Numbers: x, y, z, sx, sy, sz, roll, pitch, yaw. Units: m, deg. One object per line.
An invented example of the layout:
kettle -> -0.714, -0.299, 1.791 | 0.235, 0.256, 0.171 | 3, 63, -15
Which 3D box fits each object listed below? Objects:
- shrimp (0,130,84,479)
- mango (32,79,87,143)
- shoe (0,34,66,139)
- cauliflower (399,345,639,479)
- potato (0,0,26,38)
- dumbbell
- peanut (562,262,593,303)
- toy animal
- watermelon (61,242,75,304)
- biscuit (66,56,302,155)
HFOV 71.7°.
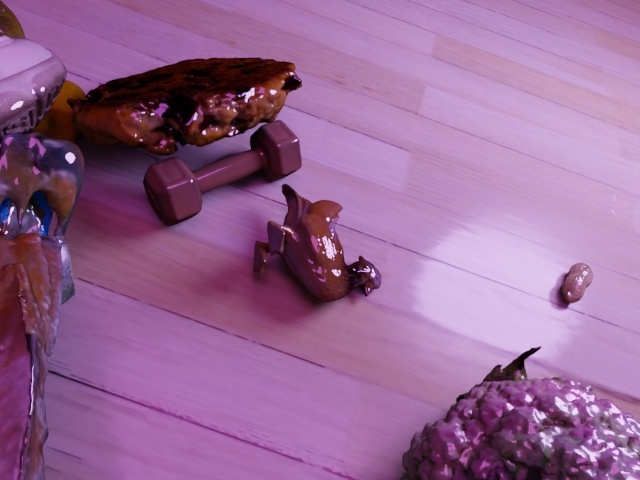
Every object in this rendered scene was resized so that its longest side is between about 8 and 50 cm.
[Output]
shrimp -> -0.281, 0.099, 0.374 | 0.110, 0.221, 0.446 | 19, 58, -47
mango -> -0.395, -0.178, 0.640 | 0.101, 0.066, 0.187 | 13, 48, -7
shoe -> -0.437, -0.143, 0.426 | 0.198, 0.171, 0.351 | 56, 51, -20
cauliflower -> 0.223, 0.269, 0.435 | 0.256, 0.239, 0.315 | 6, 69, -42
potato -> -0.514, -0.310, 0.680 | 0.225, 0.090, 0.117 | 47, 52, 10
dumbbell -> -0.135, -0.101, 0.640 | 0.231, 0.082, 0.092 | -29, 67, -29
peanut -> 0.403, 0.065, 0.698 | 0.037, 0.037, 0.083 | 41, 61, 14
toy animal -> 0.000, 0.000, 0.614 | 0.179, 0.089, 0.188 | 8, 53, -30
watermelon -> -0.331, 0.044, 0.516 | 0.084, 0.072, 0.092 | 8, 93, -22
biscuit -> -0.187, -0.207, 0.661 | 0.289, 0.081, 0.334 | 24, 43, 36
